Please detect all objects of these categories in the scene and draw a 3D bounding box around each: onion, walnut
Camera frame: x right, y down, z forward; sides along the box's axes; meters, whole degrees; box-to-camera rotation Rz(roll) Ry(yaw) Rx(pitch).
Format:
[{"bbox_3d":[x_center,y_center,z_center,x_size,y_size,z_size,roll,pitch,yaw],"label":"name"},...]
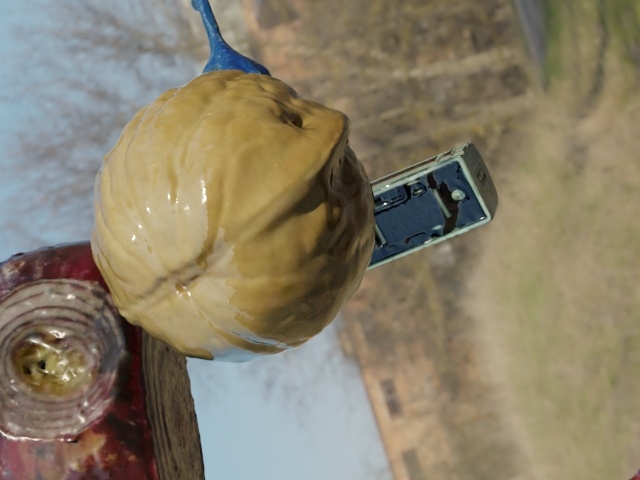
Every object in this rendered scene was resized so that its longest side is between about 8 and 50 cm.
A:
[{"bbox_3d":[-0.241,0.165,1.459,0.282,0.260,0.336,80,-179,-70],"label":"onion"},{"bbox_3d":[-0.062,-0.022,1.308,0.261,0.225,0.225,-57,-47,-56],"label":"walnut"}]

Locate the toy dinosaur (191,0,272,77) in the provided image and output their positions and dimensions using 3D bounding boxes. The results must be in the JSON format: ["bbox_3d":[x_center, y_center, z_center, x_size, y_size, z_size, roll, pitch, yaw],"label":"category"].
[{"bbox_3d":[-0.096,-0.214,1.992,0.248,0.075,0.188,8,103,64],"label":"toy dinosaur"}]

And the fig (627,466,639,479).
[{"bbox_3d":[0.251,0.220,1.152,0.119,0.119,0.153,-99,2,-65],"label":"fig"}]

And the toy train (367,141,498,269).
[{"bbox_3d":[0.000,0.000,1.911,0.086,0.407,0.088,62,-159,-16],"label":"toy train"}]
